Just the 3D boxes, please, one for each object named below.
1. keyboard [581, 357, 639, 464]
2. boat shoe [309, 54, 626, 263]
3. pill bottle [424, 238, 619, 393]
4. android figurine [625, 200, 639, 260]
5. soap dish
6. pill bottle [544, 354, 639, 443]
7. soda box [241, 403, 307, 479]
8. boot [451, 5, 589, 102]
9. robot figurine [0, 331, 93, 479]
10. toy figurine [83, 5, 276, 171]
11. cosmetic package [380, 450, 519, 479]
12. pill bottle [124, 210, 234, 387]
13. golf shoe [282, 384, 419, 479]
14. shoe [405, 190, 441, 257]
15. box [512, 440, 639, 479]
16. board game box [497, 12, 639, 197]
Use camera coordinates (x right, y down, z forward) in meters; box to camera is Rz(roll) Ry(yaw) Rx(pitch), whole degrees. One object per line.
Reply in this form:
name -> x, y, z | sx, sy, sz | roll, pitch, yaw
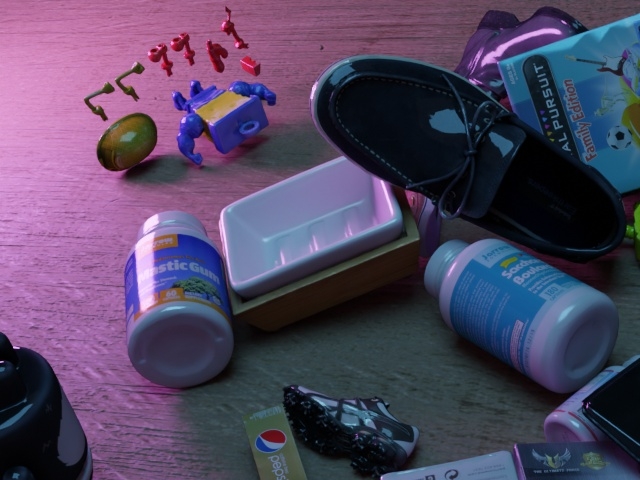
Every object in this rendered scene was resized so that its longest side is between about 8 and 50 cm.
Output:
keyboard -> 0.470, 0.203, 1.610 | 0.201, 0.033, 0.317 | 37, 40, 28
boat shoe -> 0.220, -0.114, 1.868 | 0.500, 0.187, 0.156 | 28, 6, -7
pill bottle -> 0.262, 0.089, 1.801 | 0.146, 0.146, 0.264 | -33, 41, -25
android figurine -> 0.567, -0.006, 1.913 | 0.273, 0.056, 0.248 | 14, 44, 30
soap dish -> 0.000, 0.000, 1.979 | 0.291, 0.118, 0.229 | -22, 38, 6
pill bottle -> 0.361, 0.213, 1.657 | 0.160, 0.087, 0.087 | -33, 41, -26
soda box -> -0.051, 0.294, 1.693 | 0.058, 0.061, 0.181 | -16, 37, -5
boot -> 0.314, -0.268, 2.212 | 0.222, 0.118, 0.338 | -52, 20, -9
robot figurine -> -0.390, 0.245, 1.677 | 0.173, 0.278, 0.209 | 4, 43, 22
toy figurine -> -0.205, -0.232, 2.344 | 0.362, 0.191, 0.217 | -35, 47, -26
cosmetic package -> 0.158, 0.356, 1.446 | 0.151, 0.183, 0.151 | -10, 37, 1
pill bottle -> -0.213, 0.075, 1.957 | 0.152, 0.152, 0.272 | -13, 37, -1
golf shoe -> 0.039, 0.239, 1.739 | 0.198, 0.077, 0.094 | 29, 42, 29
shoe -> 0.142, -0.030, 2.071 | 0.081, 0.063, 0.178 | -6, 34, 16
box -> 0.348, 0.311, 1.518 | 0.231, 0.056, 0.183 | 0, 37, -5
board game box -> 0.467, -0.201, 2.006 | 0.336, 0.253, 0.079 | -18, -8, 9
